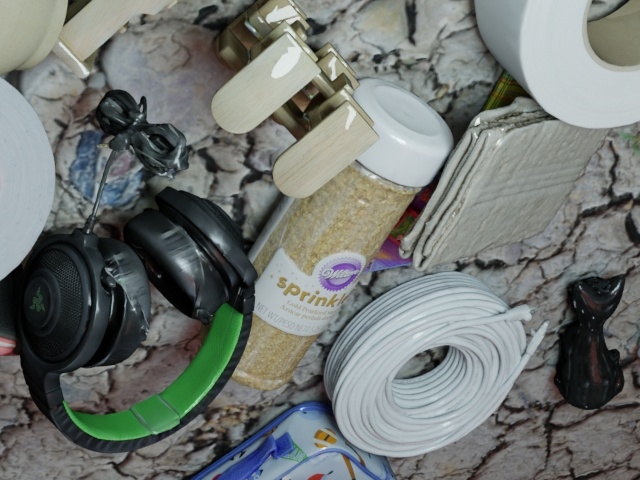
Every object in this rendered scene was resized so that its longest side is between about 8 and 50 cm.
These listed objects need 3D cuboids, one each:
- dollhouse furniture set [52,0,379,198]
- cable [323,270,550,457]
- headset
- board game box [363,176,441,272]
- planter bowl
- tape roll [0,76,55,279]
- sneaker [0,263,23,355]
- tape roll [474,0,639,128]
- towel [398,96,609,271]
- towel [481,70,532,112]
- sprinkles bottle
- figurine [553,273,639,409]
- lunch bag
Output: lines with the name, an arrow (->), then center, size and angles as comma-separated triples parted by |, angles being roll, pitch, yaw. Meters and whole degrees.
dollhouse furniture set -> -0.089, -0.147, 1.106 | 0.161, 0.212, 0.242 | -39, 110, 11
cable -> 0.128, 0.155, 1.581 | 0.257, 0.089, 0.257 | 6, 124, -29
headset -> -0.161, 0.044, 1.208 | 0.243, 0.185, 0.394 | -26, 130, -31
board game box -> 0.112, -0.009, 1.462 | 0.168, 0.033, 0.133 | -10, 135, -18
planter bowl -> -0.271, -0.193, 1.008 | 0.109, 0.162, 0.162 | 14, 124, -46
tape roll -> -0.344, -0.055, 1.100 | 0.219, 0.072, 0.219 | -13, 113, -31
sneaker -> -0.415, 0.052, 1.230 | 0.314, 0.116, 0.136 | 21, 133, -35
tape roll -> 0.296, -0.254, 1.245 | 0.286, 0.100, 0.286 | -14, 132, -16
towel -> 0.202, -0.066, 1.355 | 0.282, 0.049, 0.187 | -12, 138, -51
towel -> 0.215, -0.120, 1.399 | 0.102, 0.021, 0.237 | 10, 122, -32
sprinkles bottle -> 0.000, 0.000, 1.352 | 0.121, 0.121, 0.355 | 12, 126, -34
figurine -> 0.420, 0.105, 1.694 | 0.215, 0.092, 0.209 | -16, 133, -13
lunch bag -> -0.049, 0.344, 1.673 | 0.303, 0.115, 0.243 | -38, 131, 10
